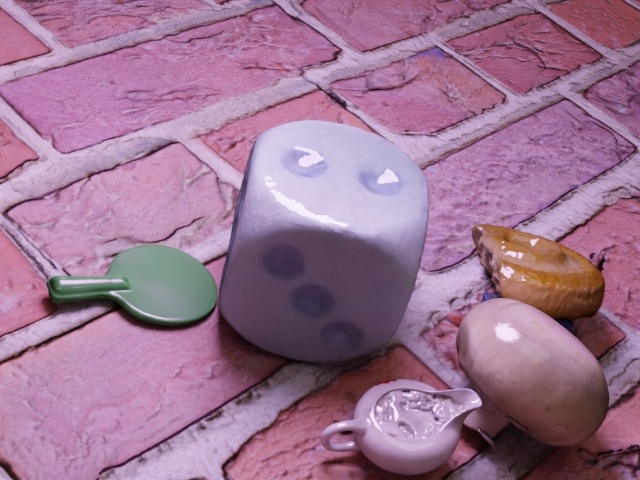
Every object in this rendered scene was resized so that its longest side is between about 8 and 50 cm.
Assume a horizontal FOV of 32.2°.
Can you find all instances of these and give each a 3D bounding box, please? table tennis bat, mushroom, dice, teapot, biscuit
[{"bbox_3d":[-0.273,0.067,1.624,0.257,0.039,0.160,-1,43,-32],"label":"table tennis bat"},{"bbox_3d":[0.286,0.201,1.587,0.246,0.202,0.246,45,1,-1],"label":"mushroom"},{"bbox_3d":[0.000,0.000,1.629,0.262,0.268,0.265,14,40,-7],"label":"dice"},{"bbox_3d":[0.107,0.257,1.509,0.226,0.092,0.145,-9,44,-19],"label":"teapot"},{"bbox_3d":[0.355,0.047,1.799,0.213,0.091,0.274,11,15,-13],"label":"biscuit"}]

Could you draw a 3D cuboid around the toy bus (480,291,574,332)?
[{"bbox_3d":[0.329,0.125,1.783,0.153,0.061,0.051,12,22,-12],"label":"toy bus"}]
